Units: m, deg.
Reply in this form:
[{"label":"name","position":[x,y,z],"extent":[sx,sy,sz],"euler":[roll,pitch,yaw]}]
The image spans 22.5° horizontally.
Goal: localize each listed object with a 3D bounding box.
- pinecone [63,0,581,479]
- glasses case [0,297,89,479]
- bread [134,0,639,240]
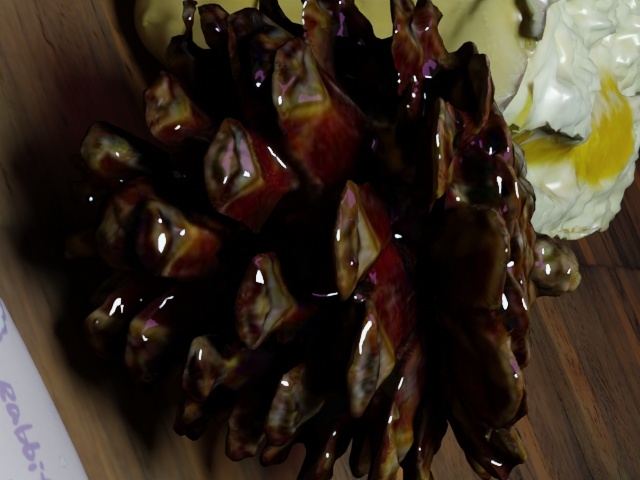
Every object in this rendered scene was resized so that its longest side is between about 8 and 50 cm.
[{"label":"pinecone","position":[-0.006,0.002,0.895],"extent":[0.242,0.295,0.298],"euler":[-43,141,-55]},{"label":"glasses case","position":[-0.170,0.087,0.722],"extent":[0.297,0.075,0.113],"euler":[64,22,0]},{"label":"bread","position":[0.060,-0.190,1.172],"extent":[0.394,0.250,0.361],"euler":[31,13,24]}]
